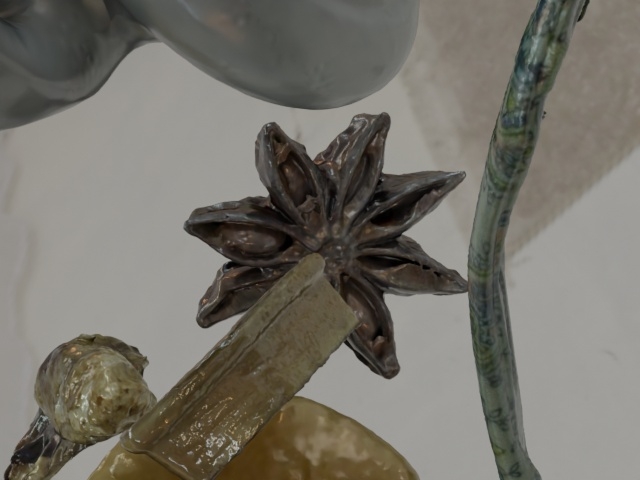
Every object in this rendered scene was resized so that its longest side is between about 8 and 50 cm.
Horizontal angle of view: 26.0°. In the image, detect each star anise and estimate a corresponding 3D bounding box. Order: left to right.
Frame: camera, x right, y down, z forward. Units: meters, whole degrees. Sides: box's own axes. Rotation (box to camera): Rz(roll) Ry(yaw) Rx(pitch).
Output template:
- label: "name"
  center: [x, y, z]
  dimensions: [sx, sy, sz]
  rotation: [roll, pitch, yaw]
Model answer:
- label: "star anise"
  center: [-0.001, 0.000, 1.155]
  dimensions: [0.109, 0.236, 0.223]
  rotation: [-131, 38, -68]

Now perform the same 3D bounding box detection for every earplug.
- label: "earplug"
  center: [-0.103, -0.138, 0.637]
  dimensions: [0.175, 0.325, 0.214]
  rotation: [116, 141, -53]

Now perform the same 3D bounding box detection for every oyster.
- label: "oyster"
  center: [-0.250, 0.178, 1.306]
  dimensions: [0.294, 0.094, 0.166]
  rotation: [-45, 17, 30]

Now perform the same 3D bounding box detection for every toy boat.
- label: "toy boat"
  center: [-0.052, 0.092, 0.879]
  dimensions: [0.116, 0.061, 0.188]
  rotation: [-44, 0, 40]

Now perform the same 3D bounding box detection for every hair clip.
- label: "hair clip"
  center: [0.071, 0.001, 0.497]
  dimensions: [0.066, 0.036, 0.229]
  rotation: [-73, -14, -61]

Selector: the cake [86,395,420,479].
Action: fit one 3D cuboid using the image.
- label: "cake"
  center: [-0.064, 0.313, 1.161]
  dimensions: [0.321, 0.332, 0.332]
  rotation: [110, 166, -68]
